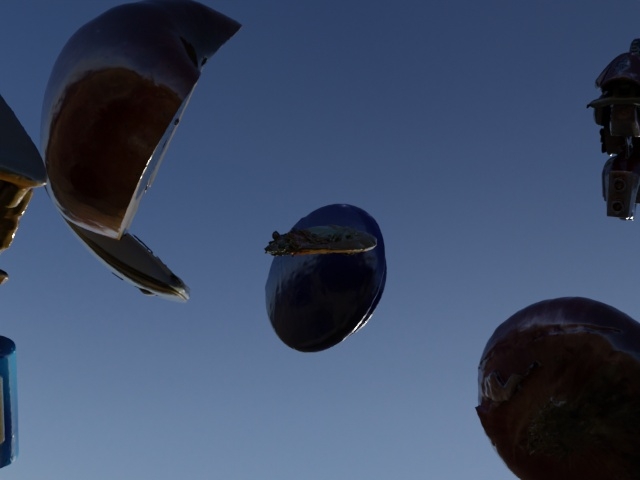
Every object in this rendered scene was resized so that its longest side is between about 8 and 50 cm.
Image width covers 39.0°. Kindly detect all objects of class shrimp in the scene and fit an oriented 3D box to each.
[{"bbox_3d":[0.000,0.000,1.326,0.091,0.184,0.043,-147,-123,-60],"label":"shrimp"}]

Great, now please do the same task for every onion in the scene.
[{"bbox_3d":[0.429,0.249,1.456,0.348,0.285,0.347,8,-73,30],"label":"onion"}]

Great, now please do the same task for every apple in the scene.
[{"bbox_3d":[-0.257,-0.174,1.310,0.295,0.329,0.365,57,-44,20],"label":"apple"}]

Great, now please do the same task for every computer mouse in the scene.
[{"bbox_3d":[-0.345,0.006,1.498,0.310,0.072,0.158,40,-9,10],"label":"computer mouse"}]

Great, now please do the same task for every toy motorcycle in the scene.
[{"bbox_3d":[0.357,-0.125,1.037,0.082,0.122,0.213,7,-80,32],"label":"toy motorcycle"}]

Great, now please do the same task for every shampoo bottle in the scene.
[{"bbox_3d":[-0.356,0.154,0.925,0.087,0.050,0.182,1,-61,-14],"label":"shampoo bottle"}]

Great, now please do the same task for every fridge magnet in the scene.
[{"bbox_3d":[0.010,0.064,1.533,0.113,0.265,0.266,26,-26,-39],"label":"fridge magnet"}]

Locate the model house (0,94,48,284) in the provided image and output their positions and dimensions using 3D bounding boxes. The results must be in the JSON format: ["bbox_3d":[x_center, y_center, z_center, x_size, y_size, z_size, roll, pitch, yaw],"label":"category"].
[{"bbox_3d":[-0.399,-0.049,0.858,0.200,0.219,0.229,7,-57,-36],"label":"model house"}]
